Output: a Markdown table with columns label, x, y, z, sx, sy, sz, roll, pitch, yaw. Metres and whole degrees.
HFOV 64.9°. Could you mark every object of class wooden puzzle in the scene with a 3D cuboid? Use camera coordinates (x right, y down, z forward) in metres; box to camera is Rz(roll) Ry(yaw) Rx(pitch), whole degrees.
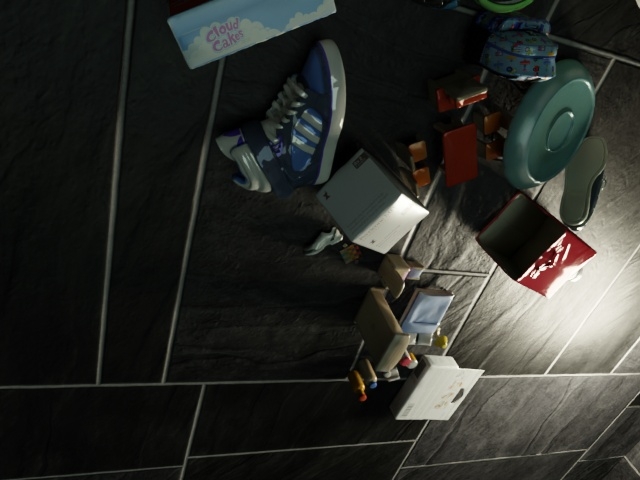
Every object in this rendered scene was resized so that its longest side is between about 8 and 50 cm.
| label | x | y | z | sx | sy | sz | roll | pitch | yaw |
| --- | --- | --- | --- | --- | --- | --- | --- | --- | --- |
| wooden puzzle | 0.082 | 0.034 | 1.342 | 0.050 | 0.006 | 0.083 | -27 | 129 | 2 |

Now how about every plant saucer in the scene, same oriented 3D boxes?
| label | x | y | z | sx | sy | sz | roll | pitch | yaw |
| --- | --- | --- | --- | --- | --- | --- | --- | --- | --- |
| plant saucer | 0.555 | -0.263 | 1.194 | 0.318 | 0.044 | 0.317 | -21 | 128 | -29 |

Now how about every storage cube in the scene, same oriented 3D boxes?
| label | x | y | z | sx | sy | sz | roll | pitch | yaw |
| --- | --- | --- | --- | --- | --- | --- | --- | --- | --- |
| storage cube | 0.585 | 0.017 | 1.373 | 0.193 | 0.215 | 0.183 | 23 | 115 | -37 |

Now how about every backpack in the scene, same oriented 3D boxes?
| label | x | y | z | sx | sy | sz | roll | pitch | yaw |
| --- | --- | --- | --- | --- | --- | --- | --- | --- | --- |
| backpack | 0.403 | -0.394 | 1.031 | 0.159 | 0.173 | 0.116 | -2 | 125 | -16 |

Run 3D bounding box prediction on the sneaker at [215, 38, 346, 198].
| label | x | y | z | sx | sy | sz | roll | pitch | yaw |
| --- | --- | --- | --- | --- | --- | --- | --- | --- | --- |
| sneaker | -0.089 | -0.235 | 1.008 | 0.237 | 0.130 | 0.322 | -8 | 132 | -19 |

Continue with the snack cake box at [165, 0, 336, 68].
| label | x | y | z | sx | sy | sz | roll | pitch | yaw |
| --- | --- | --- | --- | --- | --- | --- | --- | --- | --- |
| snack cake box | -0.124 | -0.400 | 0.862 | 0.265 | 0.152 | 0.089 | -22 | 129 | -2 |

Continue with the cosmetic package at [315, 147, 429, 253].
| label | x | y | z | sx | sy | sz | roll | pitch | yaw |
| --- | --- | --- | --- | --- | --- | --- | --- | --- | --- |
| cosmetic package | 0.119 | -0.083 | 1.138 | 0.151 | 0.151 | 0.184 | -45 | 152 | 16 |

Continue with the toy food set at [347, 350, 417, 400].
| label | x | y | z | sx | sy | sz | roll | pitch | yaw |
| --- | --- | --- | --- | --- | --- | --- | --- | --- | --- |
| toy food set | 0.210 | 0.420 | 1.603 | 0.233 | 0.104 | 0.111 | -11 | 127 | -11 |

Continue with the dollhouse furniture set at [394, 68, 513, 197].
| label | x | y | z | sx | sy | sz | roll | pitch | yaw |
| --- | --- | --- | --- | --- | --- | --- | --- | --- | --- |
| dollhouse furniture set | 0.314 | -0.238 | 1.139 | 0.262 | 0.135 | 0.259 | -21 | 129 | -3 |

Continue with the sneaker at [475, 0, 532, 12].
| label | x | y | z | sx | sy | sz | roll | pitch | yaw |
| --- | --- | --- | --- | --- | --- | --- | --- | --- | --- |
| sneaker | 0.424 | -0.623 | 0.836 | 0.202 | 0.185 | 0.482 | -6 | 133 | -56 |

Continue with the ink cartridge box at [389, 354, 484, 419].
| label | x | y | z | sx | sy | sz | roll | pitch | yaw |
| --- | --- | --- | --- | --- | --- | --- | --- | --- | --- |
| ink cartridge box | 0.407 | 0.524 | 1.776 | 0.239 | 0.060 | 0.275 | 10 | 120 | -26 |

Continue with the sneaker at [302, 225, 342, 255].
| label | x | y | z | sx | sy | sz | roll | pitch | yaw |
| --- | --- | --- | --- | --- | --- | --- | --- | --- | --- |
| sneaker | 0.000 | 0.000 | 1.275 | 0.109 | 0.040 | 0.043 | -30 | 112 | 0 |

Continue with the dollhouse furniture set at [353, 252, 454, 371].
| label | x | y | z | sx | sy | sz | roll | pitch | yaw |
| --- | --- | --- | --- | --- | --- | --- | --- | --- | --- |
| dollhouse furniture set | 0.296 | 0.220 | 1.428 | 0.304 | 0.198 | 0.286 | 8 | 122 | -24 |

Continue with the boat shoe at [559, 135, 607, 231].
| label | x | y | z | sx | sy | sz | roll | pitch | yaw |
| --- | --- | --- | --- | --- | --- | --- | --- | --- | --- |
| boat shoe | 0.695 | -0.148 | 1.320 | 0.079 | 0.095 | 0.254 | 29 | 72 | -51 |

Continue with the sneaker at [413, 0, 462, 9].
| label | x | y | z | sx | sy | sz | roll | pitch | yaw |
| --- | --- | --- | --- | --- | --- | --- | --- | --- | --- |
| sneaker | 0.175 | -0.535 | 0.866 | 0.341 | 0.125 | 0.139 | 26 | 86 | -52 |

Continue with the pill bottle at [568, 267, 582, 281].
| label | x | y | z | sx | sy | sz | roll | pitch | yaw |
| --- | --- | --- | --- | --- | --- | --- | --- | --- | --- |
| pill bottle | 0.741 | 0.078 | 1.551 | 0.137 | 0.078 | 0.078 | 22 | 115 | -30 |

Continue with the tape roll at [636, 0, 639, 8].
| label | x | y | z | sx | sy | sz | roll | pitch | yaw |
| --- | --- | --- | --- | --- | --- | --- | --- | --- | --- |
| tape roll | 0.822 | -0.573 | 1.046 | 0.247 | 0.169 | 0.245 | -9 | 126 | -13 |
